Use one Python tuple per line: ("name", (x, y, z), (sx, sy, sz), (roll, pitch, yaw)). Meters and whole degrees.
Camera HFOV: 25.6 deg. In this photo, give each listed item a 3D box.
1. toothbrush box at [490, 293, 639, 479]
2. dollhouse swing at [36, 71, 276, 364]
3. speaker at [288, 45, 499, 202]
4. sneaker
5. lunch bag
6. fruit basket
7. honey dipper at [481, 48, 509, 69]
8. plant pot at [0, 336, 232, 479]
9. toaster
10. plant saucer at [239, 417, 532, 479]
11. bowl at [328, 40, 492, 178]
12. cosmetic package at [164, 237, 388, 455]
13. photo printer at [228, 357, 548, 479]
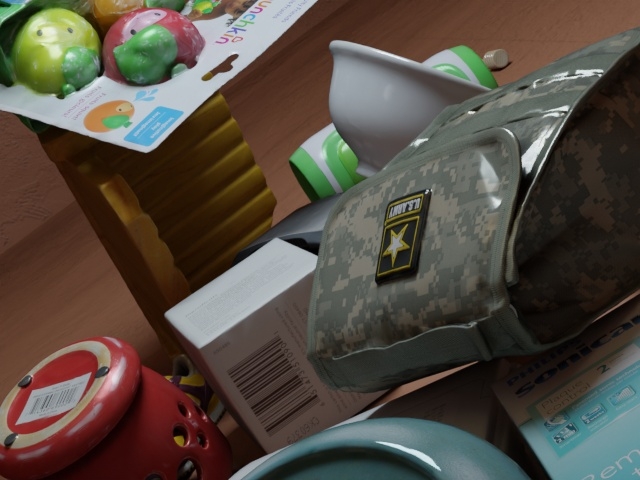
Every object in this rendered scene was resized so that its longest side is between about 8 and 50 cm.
("toothbrush box", (0.251, 0.125, 0.838), (0.216, 0.126, 0.295), (-32, 14, 3))
("dollhouse swing", (-0.137, -0.035, 1.715), (0.315, 0.347, 0.305), (-39, 26, -26))
("speaker", (0.107, -0.150, 1.978), (0.296, 0.131, 0.131), (-34, 15, -6))
("sneaker", (-0.166, 0.196, 1.521), (0.069, 0.084, 0.185), (-26, 16, 23))
("lunch bag", (0.132, -0.008, 1.037), (0.287, 0.169, 0.235), (-43, 14, -34))
("fruit basket", (-0.228, -0.239, 1.614), (0.353, 0.165, 0.327), (13, 46, 37))
("honey dipper", (0.263, -0.291, 2.314), (0.030, 0.030, 0.160), (-36, 11, -13))
("plant pot", (-0.205, 0.197, 1.350), (0.191, 0.174, 0.191), (-25, 30, 16))
("toaster", (0.018, 0.021, 1.623), (0.227, 0.129, 0.146), (-16, 20, 42))
("plant saucer", (0.002, 0.242, 0.841), (0.317, 0.043, 0.318), (-22, 46, 26))
("bowl", (0.128, -0.114, 1.600), (0.298, 0.297, 0.134), (-150, 79, -73))
("cosmetic package", (-0.043, 0.107, 1.424), (0.151, 0.151, 0.183), (-35, 16, -10))
("photo printer", (0.016, 0.227, 1.014), (0.307, 0.107, 0.256), (-27, 17, 22))
